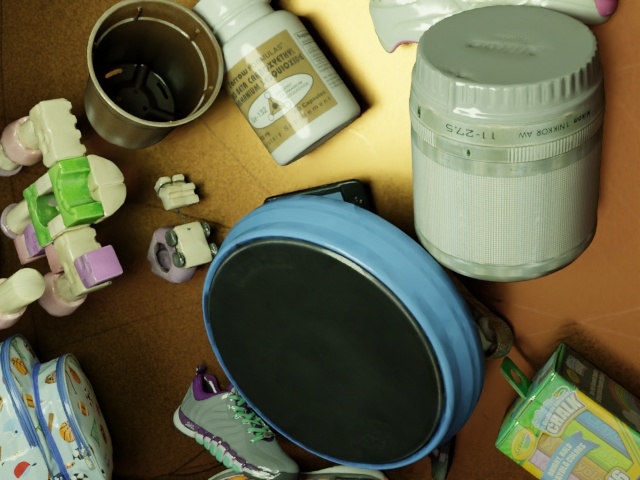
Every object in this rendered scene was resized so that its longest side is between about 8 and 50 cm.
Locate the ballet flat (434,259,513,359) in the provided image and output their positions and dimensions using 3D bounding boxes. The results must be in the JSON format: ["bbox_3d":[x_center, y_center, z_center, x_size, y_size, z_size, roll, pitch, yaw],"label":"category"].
[{"bbox_3d":[0.164,0.084,1.505,0.206,0.067,0.073,35,109,7],"label":"ballet flat"}]

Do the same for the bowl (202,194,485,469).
[{"bbox_3d":[0.015,0.129,1.467,0.391,0.077,0.391,20,130,25],"label":"bowl"}]

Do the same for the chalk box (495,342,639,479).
[{"bbox_3d":[0.310,0.229,1.460,0.213,0.132,0.132,36,109,7],"label":"chalk box"}]

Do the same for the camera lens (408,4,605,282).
[{"bbox_3d":[0.215,-0.106,1.334,0.219,0.219,0.274,5,128,15],"label":"camera lens"}]

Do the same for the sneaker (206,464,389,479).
[{"bbox_3d":[-0.059,0.381,1.549,0.321,0.180,0.124,-12,98,8],"label":"sneaker"}]

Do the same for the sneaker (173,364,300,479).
[{"bbox_3d":[-0.112,0.254,1.588,0.224,0.083,0.098,24,100,33],"label":"sneaker"}]

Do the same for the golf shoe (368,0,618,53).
[{"bbox_3d":[0.205,-0.280,1.407,0.306,0.115,0.140,11,119,16],"label":"golf shoe"}]

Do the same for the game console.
[{"bbox_3d":[0.000,0.000,1.521,0.144,0.085,0.124,-11,120,18],"label":"game console"}]

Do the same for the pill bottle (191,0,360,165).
[{"bbox_3d":[-0.063,-0.221,1.472,0.131,0.131,0.229,-35,90,20],"label":"pill bottle"}]

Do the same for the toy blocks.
[{"bbox_3d":[-0.367,-0.034,1.584,0.260,0.309,0.288,-27,80,52],"label":"toy blocks"}]

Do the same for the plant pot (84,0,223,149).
[{"bbox_3d":[-0.226,-0.199,1.457,0.167,0.165,0.166,5,76,-20],"label":"plant pot"}]

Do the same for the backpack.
[{"bbox_3d":[-0.415,0.266,1.610,0.213,0.276,0.263,-30,104,-8],"label":"backpack"}]

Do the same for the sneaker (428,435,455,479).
[{"bbox_3d":[0.140,0.238,1.556,0.089,0.051,0.170,9,99,15],"label":"sneaker"}]
